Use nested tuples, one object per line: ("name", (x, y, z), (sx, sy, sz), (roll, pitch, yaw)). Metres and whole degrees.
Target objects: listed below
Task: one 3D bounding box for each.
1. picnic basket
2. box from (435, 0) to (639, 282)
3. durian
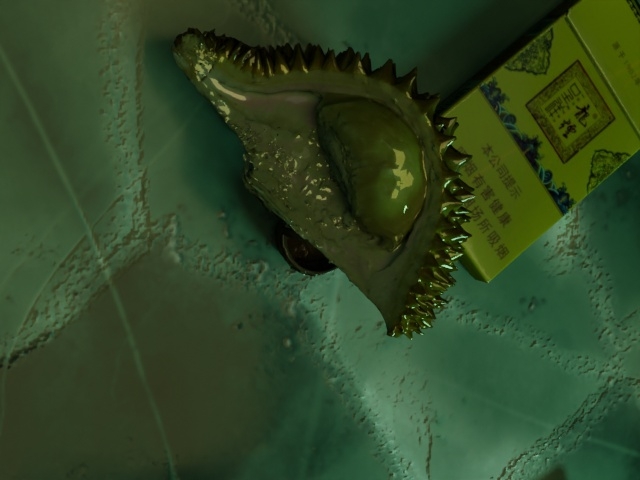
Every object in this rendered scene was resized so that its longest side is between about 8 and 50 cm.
("picnic basket", (0.000, 0.000, 1.141), (0.072, 0.083, 0.072), (-2, 97, -21))
("box", (0.206, -0.107, 1.233), (0.279, 0.041, 0.153), (-40, 107, -12))
("durian", (0.013, -0.069, 1.082), (0.166, 0.172, 0.306), (-42, 86, -13))
